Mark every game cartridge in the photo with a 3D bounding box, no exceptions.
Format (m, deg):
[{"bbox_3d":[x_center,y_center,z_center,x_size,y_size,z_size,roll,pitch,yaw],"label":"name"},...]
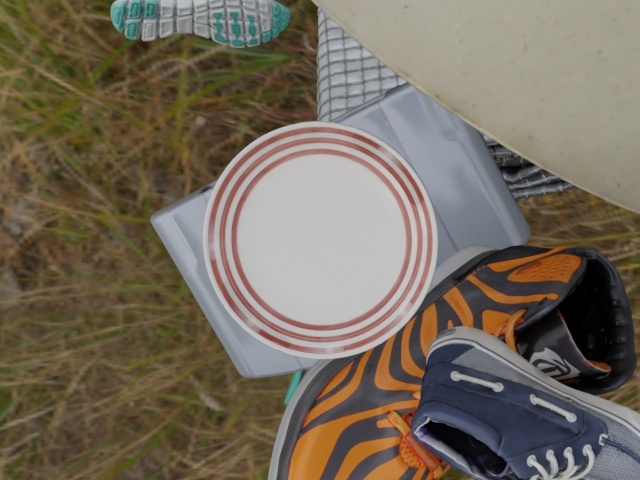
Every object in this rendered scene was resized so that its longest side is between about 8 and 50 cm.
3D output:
[{"bbox_3d":[0.022,-0.002,1.171,0.297,0.062,0.198,-27,97,15],"label":"game cartridge"}]

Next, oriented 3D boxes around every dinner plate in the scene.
[{"bbox_3d":[0.000,0.000,0.788,0.141,0.017,0.141,1,95,9],"label":"dinner plate"}]

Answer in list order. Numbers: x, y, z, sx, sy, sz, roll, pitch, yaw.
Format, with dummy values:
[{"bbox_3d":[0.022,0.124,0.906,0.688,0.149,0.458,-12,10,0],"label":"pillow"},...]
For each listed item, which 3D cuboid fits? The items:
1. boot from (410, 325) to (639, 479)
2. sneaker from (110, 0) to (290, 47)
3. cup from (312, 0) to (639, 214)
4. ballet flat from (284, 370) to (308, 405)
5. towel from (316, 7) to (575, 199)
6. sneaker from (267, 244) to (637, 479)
[{"bbox_3d":[0.144,0.136,0.856,0.190,0.086,0.069,28,132,-3],"label":"boot"},{"bbox_3d":[-0.111,-0.229,1.249,0.166,0.065,0.076,5,50,-8],"label":"sneaker"},{"bbox_3d":[0.152,-0.200,0.605,0.331,0.331,0.237,43,119,17],"label":"cup"},{"bbox_3d":[0.067,0.060,1.722,0.182,0.164,0.482,14,123,8],"label":"ballet flat"},{"bbox_3d":[0.140,-0.146,1.336,0.284,0.121,0.235,-10,50,8],"label":"towel"},{"bbox_3d":[0.103,0.102,0.946,0.124,0.321,0.180,52,149,-18],"label":"sneaker"}]
